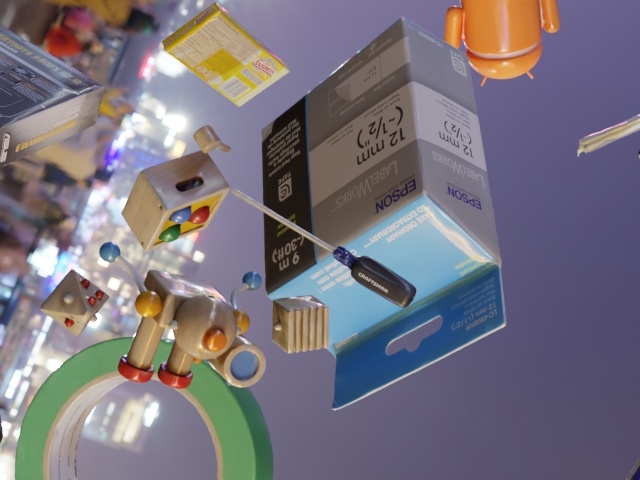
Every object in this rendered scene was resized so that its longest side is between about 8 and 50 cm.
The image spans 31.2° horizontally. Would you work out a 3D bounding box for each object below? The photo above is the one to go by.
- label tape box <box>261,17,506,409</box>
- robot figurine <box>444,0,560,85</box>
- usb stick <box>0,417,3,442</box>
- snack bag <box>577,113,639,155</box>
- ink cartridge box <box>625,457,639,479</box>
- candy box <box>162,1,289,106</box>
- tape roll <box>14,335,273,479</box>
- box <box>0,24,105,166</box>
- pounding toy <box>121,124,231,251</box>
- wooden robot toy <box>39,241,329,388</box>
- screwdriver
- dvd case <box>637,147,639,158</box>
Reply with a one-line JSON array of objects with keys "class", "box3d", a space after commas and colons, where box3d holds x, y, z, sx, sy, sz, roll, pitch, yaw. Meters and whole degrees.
[{"class": "label tape box", "box3d": [0.055, -0.028, 1.232, 0.249, 0.115, 0.347, -33, -135, 38]}, {"class": "robot figurine", "box3d": [0.286, -0.353, 1.823, 0.128, 0.158, 0.219, 22, -47, 44]}, {"class": "usb stick", "box3d": [-0.476, 0.196, 1.538, 0.278, 0.077, 0.045, -129, -135, -58]}, {"class": "snack bag", "box3d": [0.547, -0.216, 1.742, 0.342, 0.037, 0.323, -25, 178, 14]}, {"class": "ink cartridge box", "box3d": [0.512, 0.262, 1.269, 0.307, 0.072, 0.303, -57, -145, 4]}, {"class": "candy box", "box3d": [-0.142, -0.282, 1.761, 0.105, 0.206, 0.027, -35, -122, 15]}, {"class": "tape roll", "box3d": [-0.222, 0.281, 1.430, 0.321, 0.321, 0.077, -67, 164, 1]}, {"class": "box", "box3d": [-0.381, -0.175, 1.237, 0.183, 0.231, 0.056, -40, 157, -57]}, {"class": "pounding toy", "box3d": [-0.197, -0.089, 1.834, 0.181, 0.094, 0.206, -23, 161, -36]}, {"class": "wooden robot toy", "box3d": [-0.067, 0.056, 0.652, 0.079, 0.173, 0.076, 28, -77, 61]}, {"class": "screwdriver", "box3d": [0.000, 0.000, 0.875, 0.024, 0.170, 0.025, -49, 166, -30]}, {"class": "dvd case", "box3d": [0.482, -0.029, 1.261, 0.179, 0.238, 0.029, -13, -148, 43]}]
